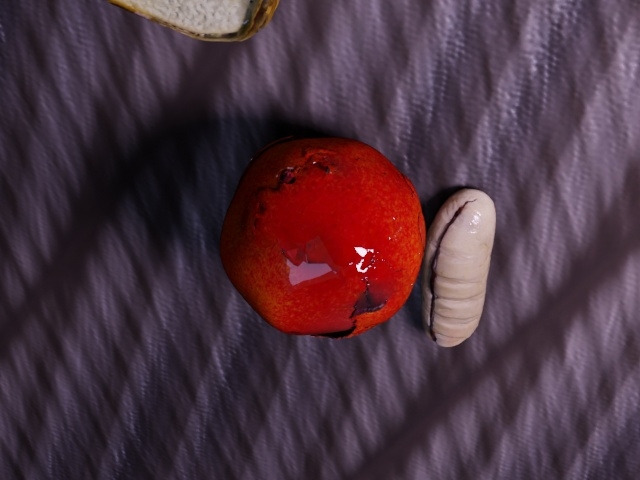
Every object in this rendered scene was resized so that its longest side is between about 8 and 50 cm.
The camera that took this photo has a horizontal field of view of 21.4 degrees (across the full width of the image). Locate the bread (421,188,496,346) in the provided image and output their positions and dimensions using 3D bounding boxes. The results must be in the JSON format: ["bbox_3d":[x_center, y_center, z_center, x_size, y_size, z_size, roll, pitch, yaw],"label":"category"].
[{"bbox_3d":[0.138,0.036,1.762,0.073,0.053,0.214,15,135,11],"label":"bread"}]

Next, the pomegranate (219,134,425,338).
[{"bbox_3d":[0.000,0.000,1.678,0.210,0.210,0.235,22,162,-1],"label":"pomegranate"}]

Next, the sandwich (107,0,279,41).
[{"bbox_3d":[-0.136,-0.302,1.524,0.251,0.087,0.226,23,133,2],"label":"sandwich"}]
